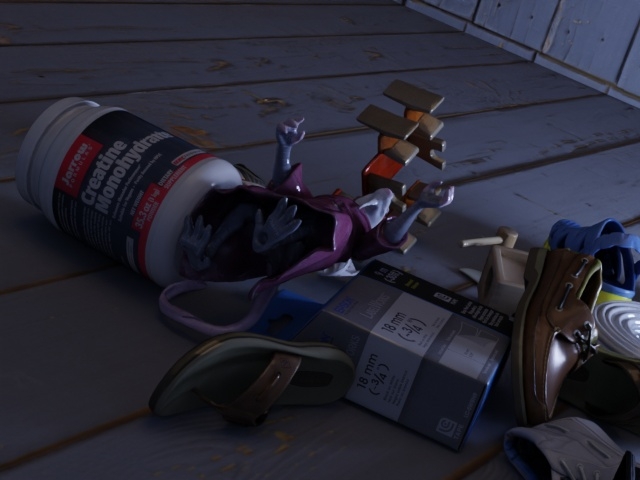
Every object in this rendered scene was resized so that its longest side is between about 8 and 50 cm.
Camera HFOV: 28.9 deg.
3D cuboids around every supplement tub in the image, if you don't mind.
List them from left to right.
[{"bbox_3d":[-0.260,-0.069,1.699,0.272,0.191,0.191,27,23,21],"label":"supplement tub"}]

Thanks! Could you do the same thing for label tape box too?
[{"bbox_3d":[0.073,0.120,1.624,0.334,0.106,0.240,23,21,12],"label":"label tape box"}]

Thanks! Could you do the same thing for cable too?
[{"bbox_3d":[0.501,0.180,1.837,0.257,0.089,0.257,15,21,-7],"label":"cable"}]

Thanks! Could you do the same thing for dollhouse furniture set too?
[{"bbox_3d":[0.082,-0.095,1.989,0.135,0.262,0.259,26,54,25],"label":"dollhouse furniture set"}]

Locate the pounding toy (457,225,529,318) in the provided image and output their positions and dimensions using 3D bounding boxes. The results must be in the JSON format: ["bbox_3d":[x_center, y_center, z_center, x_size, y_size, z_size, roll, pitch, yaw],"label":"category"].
[{"bbox_3d":[0.291,0.062,1.940,0.181,0.094,0.206,14,27,-3],"label":"pounding toy"}]

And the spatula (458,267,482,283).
[{"bbox_3d":[0.365,0.095,2.036,0.168,0.019,0.242,-3,29,-45],"label":"spatula"}]

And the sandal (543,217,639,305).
[{"bbox_3d":[0.480,0.023,2.130,0.126,0.138,0.317,17,16,-15],"label":"sandal"}]

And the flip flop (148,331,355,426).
[{"bbox_3d":[-0.065,0.170,1.416,0.277,0.112,0.080,7,38,-39],"label":"flip flop"}]

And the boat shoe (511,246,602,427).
[{"bbox_3d":[0.314,0.116,1.630,0.104,0.110,0.307,2,44,16],"label":"boat shoe"}]

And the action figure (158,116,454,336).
[{"bbox_3d":[0.000,0.000,1.659,0.248,0.275,0.370,28,16,24],"label":"action figure"}]

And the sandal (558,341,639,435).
[{"bbox_3d":[0.405,0.206,1.672,0.303,0.120,0.086,15,15,19],"label":"sandal"}]

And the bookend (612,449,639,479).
[{"bbox_3d":[0.359,0.325,1.281,0.157,0.156,0.072,21,21,6],"label":"bookend"}]

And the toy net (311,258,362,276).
[{"bbox_3d":[-0.030,0.029,1.794,0.232,0.045,0.122,2,2,-27],"label":"toy net"}]

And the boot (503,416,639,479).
[{"bbox_3d":[0.320,0.292,1.443,0.123,0.095,0.258,-1,20,-28],"label":"boot"}]

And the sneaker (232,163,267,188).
[{"bbox_3d":[-0.159,-0.098,2.033,0.170,0.063,0.075,21,21,-7],"label":"sneaker"}]
